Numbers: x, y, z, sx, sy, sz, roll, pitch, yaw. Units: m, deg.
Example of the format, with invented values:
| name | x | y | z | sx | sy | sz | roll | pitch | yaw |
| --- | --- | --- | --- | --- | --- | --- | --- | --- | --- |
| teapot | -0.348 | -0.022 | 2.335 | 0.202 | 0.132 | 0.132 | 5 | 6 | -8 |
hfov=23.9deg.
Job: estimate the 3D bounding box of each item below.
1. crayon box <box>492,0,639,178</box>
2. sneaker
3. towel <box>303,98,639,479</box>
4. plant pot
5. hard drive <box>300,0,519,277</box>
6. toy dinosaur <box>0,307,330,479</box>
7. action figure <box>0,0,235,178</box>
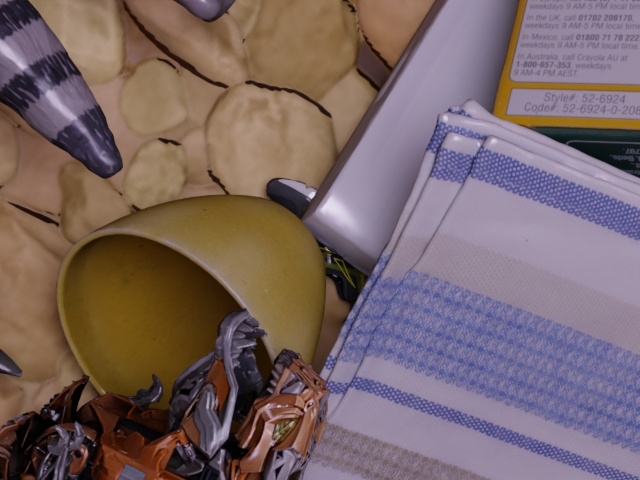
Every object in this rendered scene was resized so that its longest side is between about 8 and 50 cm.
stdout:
| name | x | y | z | sx | sy | sz | roll | pitch | yaw |
| --- | --- | --- | --- | --- | --- | --- | --- | --- | --- |
| crayon box | 0.223 | -0.170 | 0.776 | 0.203 | 0.083 | 0.323 | 4 | 64 | 24 |
| sneaker | 0.000 | 0.000 | 0.815 | 0.083 | 0.031 | 0.035 | 41 | 78 | -8 |
| towel | 0.097 | 0.086 | 0.764 | 0.209 | 0.034 | 0.285 | 20 | 115 | -12 |
| plant pot | -0.050 | 0.029 | 0.761 | 0.134 | 0.134 | 0.095 | 51 | 46 | -6 |
| hard drive | 0.164 | -0.002 | 0.834 | 0.307 | 0.040 | 0.203 | 35 | 67 | -9 |
| toy dinosaur | -0.147 | 0.142 | 0.687 | 0.322 | 0.164 | 0.218 | -43 | 87 | -6 |
| action figure | -0.167 | -0.200 | 0.678 | 0.341 | 0.178 | 0.330 | -33 | 117 | 9 |
